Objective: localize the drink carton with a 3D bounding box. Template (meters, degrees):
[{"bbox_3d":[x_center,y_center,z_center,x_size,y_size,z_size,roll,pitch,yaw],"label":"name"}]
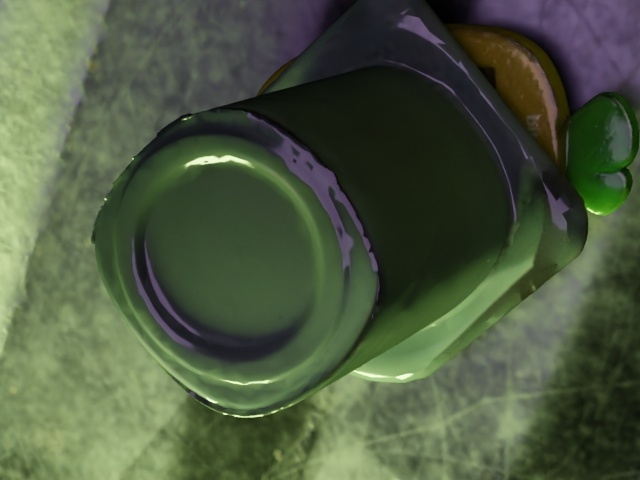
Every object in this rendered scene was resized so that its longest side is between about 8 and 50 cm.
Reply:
[{"bbox_3d":[0.000,0.000,0.949,0.191,0.189,0.185,-40,87,28],"label":"drink carton"}]

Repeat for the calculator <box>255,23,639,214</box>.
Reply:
[{"bbox_3d":[0.063,-0.047,1.028,0.235,0.032,0.146,1,101,24],"label":"calculator"}]
